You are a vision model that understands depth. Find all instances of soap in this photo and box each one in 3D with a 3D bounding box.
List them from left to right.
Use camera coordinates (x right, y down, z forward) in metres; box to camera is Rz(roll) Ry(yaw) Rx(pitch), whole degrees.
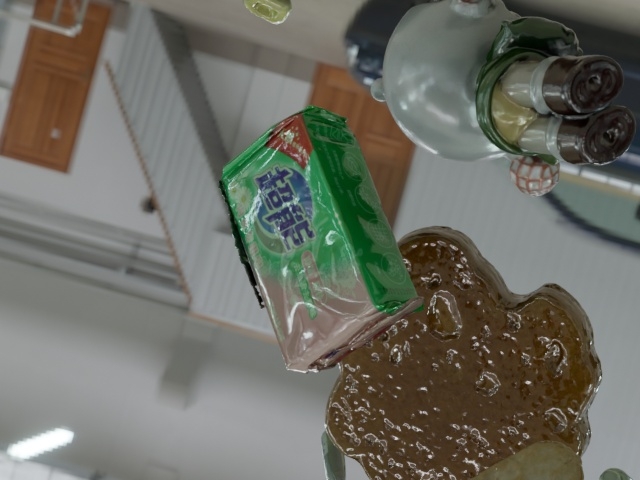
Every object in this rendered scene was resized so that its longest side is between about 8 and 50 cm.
[{"bbox_3d":[0.002,0.000,1.465,0.218,0.273,0.098,-35,154,33],"label":"soap"}]

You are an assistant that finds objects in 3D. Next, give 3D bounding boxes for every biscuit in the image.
[{"bbox_3d":[0.171,0.167,1.630,0.358,0.381,0.074,-2,-167,18],"label":"biscuit"},{"bbox_3d":[0.152,0.217,1.073,0.018,0.147,0.071,57,-176,-43],"label":"biscuit"}]

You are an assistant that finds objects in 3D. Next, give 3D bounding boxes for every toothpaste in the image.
[{"bbox_3d":[0.019,0.306,1.779,0.031,0.049,0.204,6,-160,-5],"label":"toothpaste"},{"bbox_3d":[0.388,0.319,1.664,0.062,0.037,0.216,12,168,24],"label":"toothpaste"}]

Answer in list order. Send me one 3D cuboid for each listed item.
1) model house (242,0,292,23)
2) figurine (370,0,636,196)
[{"bbox_3d":[0.021,-0.421,1.714,0.261,0.266,0.321,32,161,-10],"label":"model house"},{"bbox_3d":[0.181,-0.157,1.341,0.167,0.281,0.370,-29,-157,-15],"label":"figurine"}]
